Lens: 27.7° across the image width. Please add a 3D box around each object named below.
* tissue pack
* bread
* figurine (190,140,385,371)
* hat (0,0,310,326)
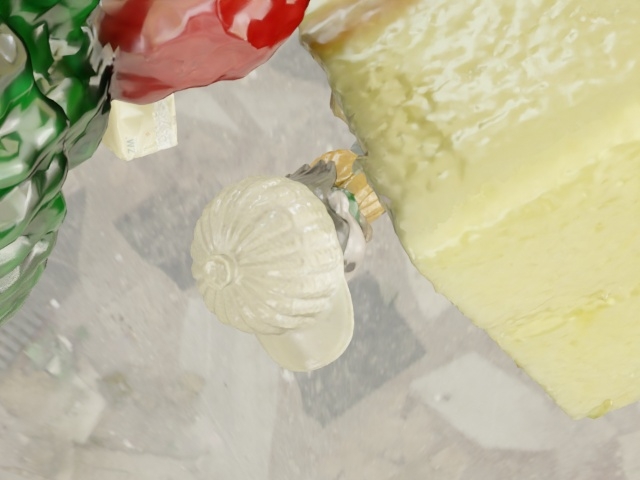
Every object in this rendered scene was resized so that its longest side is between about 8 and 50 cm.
[{"bbox_3d":[-0.252,-0.217,1.604,0.092,0.196,0.148,-20,36,-29],"label":"tissue pack"},{"bbox_3d":[0.120,-0.076,0.640,0.198,0.236,0.263,-27,52,8],"label":"bread"},{"bbox_3d":[-0.019,-0.024,1.445,0.204,0.185,0.332,37,42,-12],"label":"figurine"},{"bbox_3d":[-0.147,-0.084,0.457,0.332,0.274,0.242,-34,99,-27],"label":"hat"}]
